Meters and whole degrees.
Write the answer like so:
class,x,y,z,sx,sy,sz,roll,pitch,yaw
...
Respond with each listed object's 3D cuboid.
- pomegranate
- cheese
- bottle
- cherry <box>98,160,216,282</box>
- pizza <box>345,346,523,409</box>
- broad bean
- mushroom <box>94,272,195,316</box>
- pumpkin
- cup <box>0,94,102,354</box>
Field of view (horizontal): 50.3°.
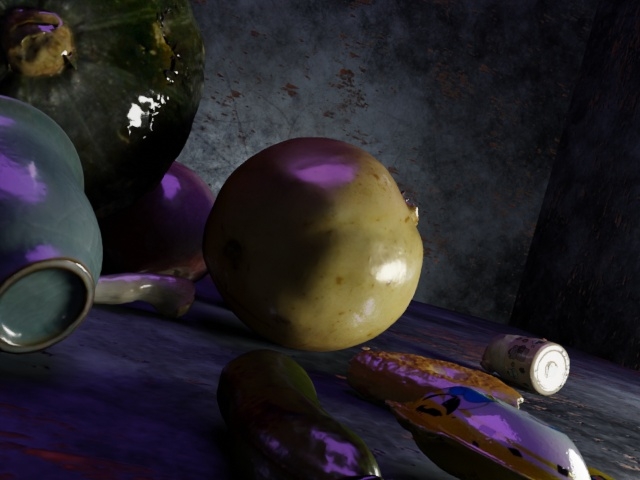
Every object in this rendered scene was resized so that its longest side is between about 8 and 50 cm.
class,x,y,z,sx,sy,sz,roll,pitch,yaw
pomegranate,0.000,0.000,0.945,0.319,0.319,0.319,16,0,0
cheese,0.158,0.165,0.495,0.250,0.064,0.156,29,-3,-18
bottle,0.354,0.209,1.203,0.099,0.099,0.152,16,-4,-26
cherry,-0.269,-0.042,1.134,0.206,0.239,0.239,-16,-22,40
pizza,0.118,0.161,0.757,0.182,0.062,0.161,11,6,3
broad bean,-0.027,0.113,0.430,0.077,0.061,0.339,23,-1,-14
mushroom,-0.250,0.062,0.835,0.202,0.054,0.059,10,-17,-36
pumpkin,-0.377,-0.232,0.905,0.454,0.454,0.344,16,5,-28
cup,-0.239,0.010,0.507,0.150,0.199,0.199,38,13,34
